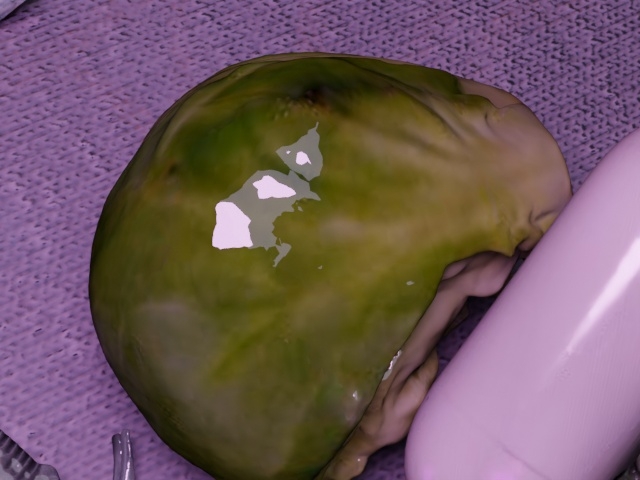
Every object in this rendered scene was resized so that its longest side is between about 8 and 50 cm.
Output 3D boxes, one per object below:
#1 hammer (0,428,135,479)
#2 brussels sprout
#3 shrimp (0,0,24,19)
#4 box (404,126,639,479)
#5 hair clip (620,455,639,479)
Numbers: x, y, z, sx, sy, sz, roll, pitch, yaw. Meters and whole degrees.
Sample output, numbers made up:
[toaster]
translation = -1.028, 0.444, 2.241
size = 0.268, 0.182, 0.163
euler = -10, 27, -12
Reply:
[hammer]
translation = -0.246, 0.170, 1.059
size = 0.226, 0.041, 0.159
euler = 35, 63, -8
[brussels sprout]
translation = 0.000, 0.000, 1.074
size = 0.371, 0.276, 0.315
euler = -37, 86, -18
[shrimp]
translation = -0.335, -0.128, 1.062
size = 0.221, 0.166, 0.410
euler = 48, 23, -13
[box]
translation = 0.208, 0.072, 1.046
size = 0.141, 0.288, 0.349
euler = 38, 97, 15
[hair clip]
translation = 0.291, 0.133, 1.199
size = 0.138, 0.091, 0.321
euler = 0, 67, -11
